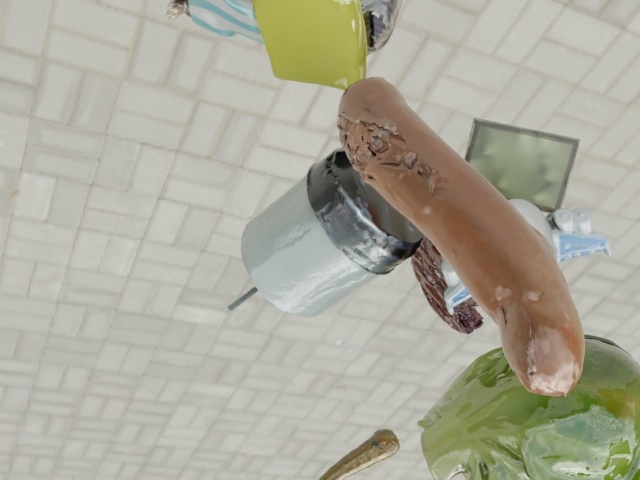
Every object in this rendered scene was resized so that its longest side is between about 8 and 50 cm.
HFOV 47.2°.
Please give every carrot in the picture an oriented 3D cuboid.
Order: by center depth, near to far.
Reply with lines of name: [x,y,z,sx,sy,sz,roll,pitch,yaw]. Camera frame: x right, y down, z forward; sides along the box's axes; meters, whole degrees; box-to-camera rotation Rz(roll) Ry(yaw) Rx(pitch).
carrot: [0.083,0.613,1.989,0.298,0.078,0.078,-34,135,0]

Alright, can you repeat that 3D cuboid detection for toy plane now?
toy plane: [0.317,0.045,1.140,0.267,0.122,0.266,-6,128,-8]

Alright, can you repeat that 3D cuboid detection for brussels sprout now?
brussels sprout: [0.425,0.333,1.312,0.425,0.342,0.361,17,115,-44]

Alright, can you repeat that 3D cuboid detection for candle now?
candle: [0.000,0.000,1.248,0.221,0.221,0.343,29,131,-34]

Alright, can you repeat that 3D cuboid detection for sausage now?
sausage: [0.094,-0.021,0.533,0.078,0.304,0.078,-22,143,-18]

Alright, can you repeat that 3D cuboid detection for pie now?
pie: [0.248,0.077,1.394,0.054,0.204,0.218,-30,166,-18]

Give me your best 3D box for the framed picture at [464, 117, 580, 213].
framed picture: [0.426,-0.161,1.589,0.232,0.010,0.172,15,103,9]

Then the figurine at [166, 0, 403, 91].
figurine: [-0.021,-0.484,1.240,0.362,0.377,0.266,20,154,0]
